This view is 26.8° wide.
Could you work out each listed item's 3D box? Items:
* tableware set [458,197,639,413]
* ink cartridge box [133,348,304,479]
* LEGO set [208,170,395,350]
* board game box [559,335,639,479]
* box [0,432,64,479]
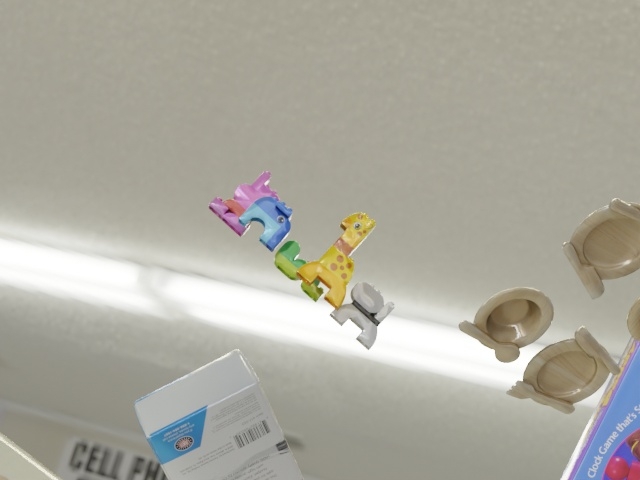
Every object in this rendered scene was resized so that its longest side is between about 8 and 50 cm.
[{"bbox_3d":[0.183,0.050,0.906,0.168,0.020,0.141,-38,-54,19],"label":"tableware set"},{"bbox_3d":[-0.112,0.244,1.554,0.082,0.139,0.191,52,-14,55],"label":"ink cartridge box"},{"bbox_3d":[0.000,0.000,1.389,0.227,0.093,0.087,42,-12,3],"label":"LEGO set"},{"bbox_3d":[0.433,0.222,1.526,0.233,0.347,0.078,27,0,5],"label":"board game box"},{"bbox_3d":[-0.018,0.188,0.275,0.311,0.121,0.148,34,27,9],"label":"box"}]
